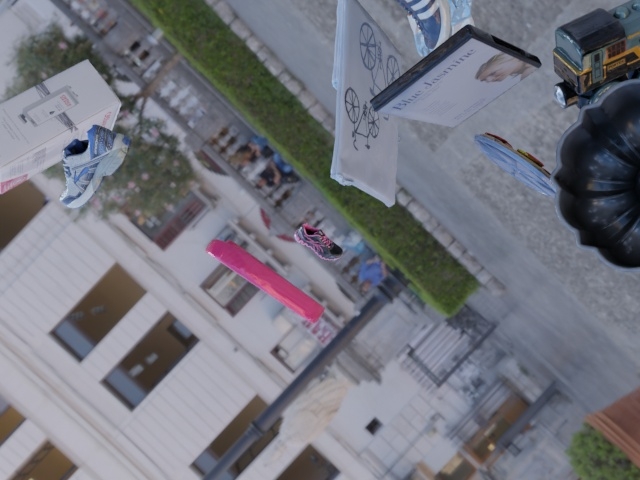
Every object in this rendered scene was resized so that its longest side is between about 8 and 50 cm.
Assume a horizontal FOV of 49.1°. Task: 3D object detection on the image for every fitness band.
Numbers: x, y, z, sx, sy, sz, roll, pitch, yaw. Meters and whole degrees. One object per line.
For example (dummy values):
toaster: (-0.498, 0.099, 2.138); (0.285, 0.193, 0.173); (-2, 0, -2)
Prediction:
fitness band: (-0.115, 0.083, 1.467); (0.291, 0.054, 0.209); (37, 176, -33)

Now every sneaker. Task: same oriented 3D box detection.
sneaker: (-0.277, -0.091, 0.822); (0.058, 0.135, 0.052); (34, -144, -25)
sneaker: (0.000, 0.000, 1.570); (0.119, 0.047, 0.057); (28, 140, 1)
sneaker: (0.188, -0.537, 1.487); (0.350, 0.148, 0.131); (67, -171, -56)

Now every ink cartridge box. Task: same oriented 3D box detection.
ink cartridge box: (-0.584, -0.237, 1.481); (0.117, 0.283, 0.207); (54, 154, -4)

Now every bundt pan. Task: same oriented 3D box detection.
bundt pan: (0.553, -0.098, 1.132); (0.331, 0.330, 0.124); (43, -166, 28)

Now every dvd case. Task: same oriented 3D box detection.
dvd case: (0.211, -0.238, 1.059); (0.253, 0.180, 0.022); (-3, -115, -52)

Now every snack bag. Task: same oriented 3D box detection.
snack bag: (0.089, -0.245, 1.308); (0.037, 0.342, 0.323); (0, 173, 23)

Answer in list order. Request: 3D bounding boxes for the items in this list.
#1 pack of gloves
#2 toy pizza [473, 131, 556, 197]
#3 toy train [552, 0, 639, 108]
pack of gloves: (0.381, -0.642, 2.128); (0.232, 0.195, 0.046); (50, -161, -64)
toy pizza: (0.381, -0.149, 1.339); (0.201, 0.032, 0.201); (35, -175, -4)
toy train: (0.597, -0.369, 1.321); (0.190, 0.334, 0.142); (63, -175, -46)
